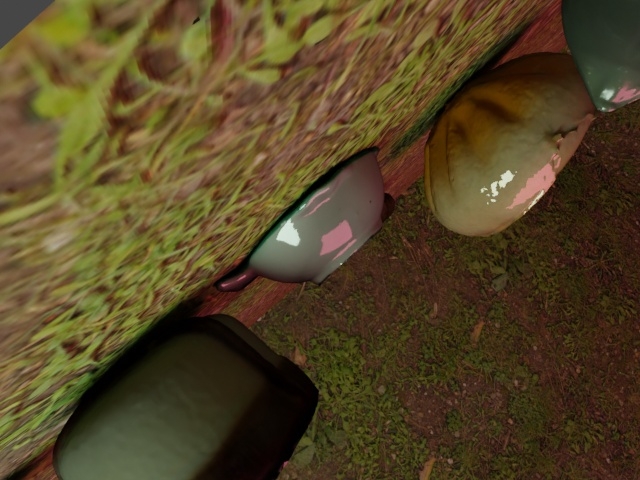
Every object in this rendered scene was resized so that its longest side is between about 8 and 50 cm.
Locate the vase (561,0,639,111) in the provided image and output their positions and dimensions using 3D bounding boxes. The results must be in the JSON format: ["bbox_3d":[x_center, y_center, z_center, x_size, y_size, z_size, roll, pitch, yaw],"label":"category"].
[{"bbox_3d":[0.255,-0.222,0.320,0.301,0.156,0.251,-18,129,-66],"label":"vase"}]

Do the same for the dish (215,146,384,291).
[{"bbox_3d":[0.000,0.000,0.578,0.246,0.078,0.224,-41,177,-3],"label":"dish"}]

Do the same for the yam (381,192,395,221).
[{"bbox_3d":[0.127,-0.070,1.142,0.067,0.071,0.317,-5,-172,17],"label":"yam"}]

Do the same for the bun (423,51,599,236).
[{"bbox_3d":[0.251,-0.155,0.735,0.299,0.165,0.299,-58,-179,2],"label":"bun"}]

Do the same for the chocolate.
[{"bbox_3d":[-0.151,0.202,0.530,0.283,0.186,0.283,-51,178,-2],"label":"chocolate"}]
